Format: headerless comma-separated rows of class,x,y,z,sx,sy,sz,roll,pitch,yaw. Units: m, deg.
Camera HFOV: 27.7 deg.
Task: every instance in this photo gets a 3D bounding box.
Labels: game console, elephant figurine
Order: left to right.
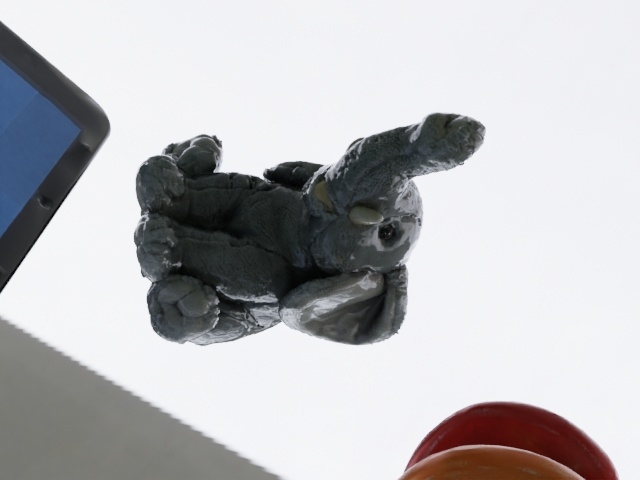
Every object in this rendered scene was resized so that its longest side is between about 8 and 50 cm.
game console,-0.230,-0.137,0.772,0.173,0.250,0.293,13,-149,2
elephant figurine,0.000,0.000,0.916,0.239,0.169,0.186,-7,-171,5

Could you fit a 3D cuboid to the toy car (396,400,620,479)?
toy car,0.076,0.132,0.475,0.159,0.182,0.136,-18,-127,16
